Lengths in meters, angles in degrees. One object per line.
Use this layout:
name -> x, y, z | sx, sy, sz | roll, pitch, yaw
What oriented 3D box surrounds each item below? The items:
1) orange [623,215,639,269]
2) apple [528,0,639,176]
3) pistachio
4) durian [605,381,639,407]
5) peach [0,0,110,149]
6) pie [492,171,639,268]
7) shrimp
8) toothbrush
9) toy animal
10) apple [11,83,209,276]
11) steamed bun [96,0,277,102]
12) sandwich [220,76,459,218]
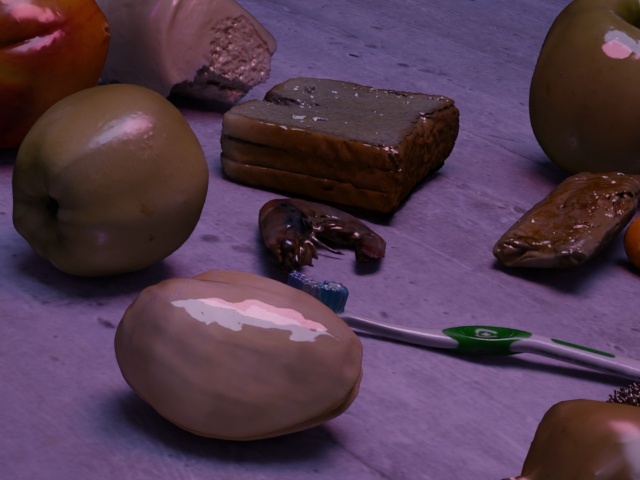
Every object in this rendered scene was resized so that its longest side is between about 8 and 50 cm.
orange -> 0.388, 0.001, 1.697 | 0.083, 0.070, 0.083 | -10, 3, 1
apple -> 0.398, -0.198, 1.949 | 0.279, 0.279, 0.279 | 8, 20, -3
pistachio -> -0.067, 0.100, 1.193 | 0.200, 0.117, 0.145 | 17, 59, -1
durian -> 0.302, 0.157, 1.259 | 0.110, 0.071, 0.140 | -8, 31, -38
peach -> -0.373, -0.230, 1.740 | 0.280, 0.238, 0.281 | -9, 13, 2
pie -> 0.291, -0.019, 1.709 | 0.128, 0.068, 0.282 | 0, 16, 28
shrimp -> 0.000, -0.002, 1.568 | 0.143, 0.052, 0.251 | 12, 20, 0
toothbrush -> 0.166, 0.099, 1.408 | 0.417, 0.040, 0.042 | 15, 19, 0
toy animal -> 0.252, 0.187, 1.023 | 0.281, 0.169, 0.195 | -2, -20, -16
apple -> -0.202, -0.057, 1.438 | 0.200, 0.200, 0.200 | 8, 20, -3
steamed bun -> -0.208, -0.259, 2.044 | 0.225, 0.170, 0.200 | 8, -19, 48
sandwich -> 0.021, -0.125, 1.845 | 0.249, 0.095, 0.273 | 12, 21, 17
